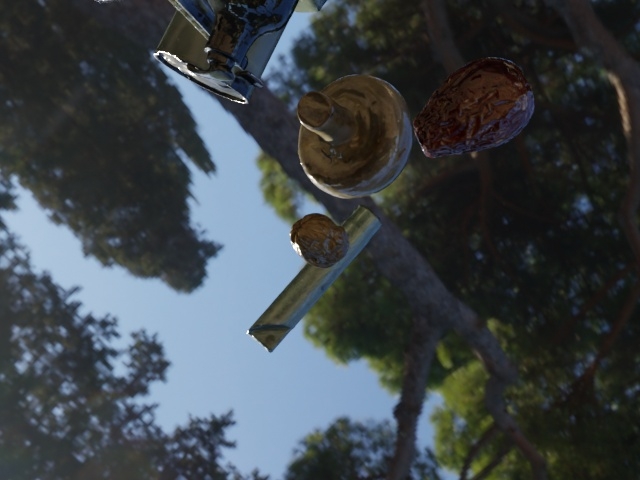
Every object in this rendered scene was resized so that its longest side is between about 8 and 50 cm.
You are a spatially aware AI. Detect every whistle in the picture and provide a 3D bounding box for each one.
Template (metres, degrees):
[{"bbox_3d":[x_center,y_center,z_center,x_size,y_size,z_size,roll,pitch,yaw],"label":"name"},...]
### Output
[{"bbox_3d":[-0.008,0.067,1.929,0.312,0.062,0.062,-49,-140,-13],"label":"whistle"}]

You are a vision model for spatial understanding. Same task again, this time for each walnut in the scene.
[{"bbox_3d":[0.000,0.000,1.679,0.079,0.096,0.082,-9,-124,53],"label":"walnut"}]

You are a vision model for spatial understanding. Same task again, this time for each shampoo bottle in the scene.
[{"bbox_3d":[-0.058,-0.301,1.158,0.101,0.101,0.283,21,-94,47],"label":"shampoo bottle"}]

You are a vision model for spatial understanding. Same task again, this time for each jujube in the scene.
[{"bbox_3d":[0.284,-0.242,2.033,0.236,0.168,0.168,-30,-141,1],"label":"jujube"}]

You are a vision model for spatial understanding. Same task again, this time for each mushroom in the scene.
[{"bbox_3d":[0.038,-0.176,1.738,0.207,0.215,0.207,-9,-107,32],"label":"mushroom"}]

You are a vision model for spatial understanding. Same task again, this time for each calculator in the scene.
[{"bbox_3d":[-0.179,-0.306,1.328,0.040,0.268,0.177,-41,-133,0],"label":"calculator"}]

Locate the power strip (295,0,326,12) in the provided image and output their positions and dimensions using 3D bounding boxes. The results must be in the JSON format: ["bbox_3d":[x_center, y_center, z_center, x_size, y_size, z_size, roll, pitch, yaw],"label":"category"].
[{"bbox_3d":[-0.049,-0.422,1.579,0.265,0.193,0.059,9,-127,40],"label":"power strip"}]

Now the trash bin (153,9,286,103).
[{"bbox_3d":[-0.186,-0.446,2.228,0.277,0.217,0.262,25,-94,35],"label":"trash bin"}]

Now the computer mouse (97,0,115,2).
[{"bbox_3d":[-0.424,-0.506,2.019,0.126,0.245,0.056,-8,-96,16],"label":"computer mouse"}]
